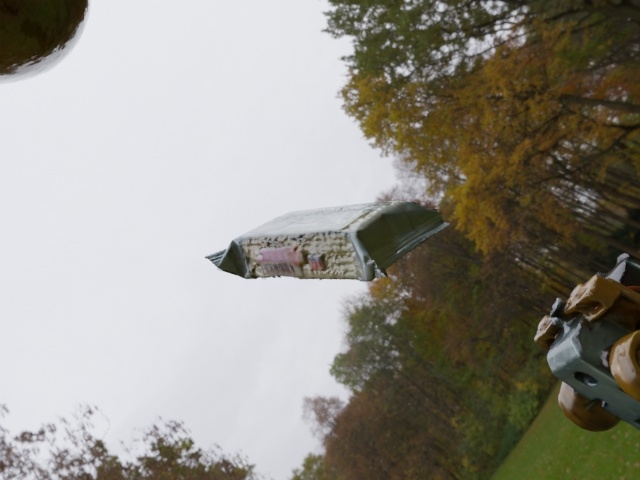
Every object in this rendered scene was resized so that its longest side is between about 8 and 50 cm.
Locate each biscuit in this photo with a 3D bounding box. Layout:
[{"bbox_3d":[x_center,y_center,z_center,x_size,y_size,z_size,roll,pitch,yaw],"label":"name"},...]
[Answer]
[{"bbox_3d":[0.003,-0.002,0.645,0.186,0.309,0.079,-27,-74,-45],"label":"biscuit"}]

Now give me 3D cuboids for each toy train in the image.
[{"bbox_3d":[0.446,0.156,0.515,0.231,0.369,0.163,-47,-21,-25],"label":"toy train"}]

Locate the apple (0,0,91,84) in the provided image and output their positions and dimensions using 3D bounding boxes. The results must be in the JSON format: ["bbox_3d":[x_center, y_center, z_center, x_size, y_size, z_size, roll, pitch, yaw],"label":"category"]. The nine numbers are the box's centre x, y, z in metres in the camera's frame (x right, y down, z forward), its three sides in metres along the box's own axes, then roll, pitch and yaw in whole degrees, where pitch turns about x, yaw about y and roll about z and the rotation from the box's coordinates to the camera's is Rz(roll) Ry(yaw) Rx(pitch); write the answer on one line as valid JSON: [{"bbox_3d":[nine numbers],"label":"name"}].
[{"bbox_3d":[-0.260,-0.195,0.321,0.182,0.155,0.183,-2,-90,-78],"label":"apple"}]
